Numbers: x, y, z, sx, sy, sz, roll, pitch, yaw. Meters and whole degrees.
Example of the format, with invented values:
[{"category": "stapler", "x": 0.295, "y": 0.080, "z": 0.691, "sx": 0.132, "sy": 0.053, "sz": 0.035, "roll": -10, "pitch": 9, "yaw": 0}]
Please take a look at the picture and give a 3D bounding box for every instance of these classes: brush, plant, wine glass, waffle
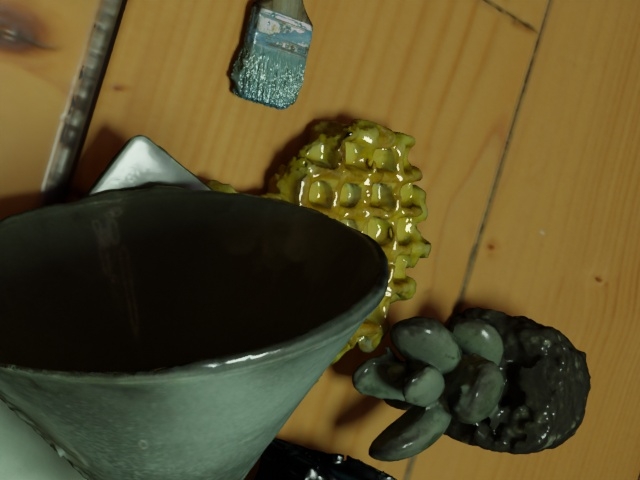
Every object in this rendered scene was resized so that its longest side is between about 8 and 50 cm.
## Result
[{"category": "brush", "x": -0.027, "y": -0.205, "z": 0.785, "sx": 0.070, "sy": 0.021, "sz": 0.196, "roll": 10, "pitch": 92, "yaw": -42}, {"category": "plant", "x": 0.146, "y": 0.136, "z": 0.950, "sx": 0.275, "sy": 0.149, "sz": 0.146, "roll": 8, "pitch": 80, "yaw": -46}, {"category": "wine glass", "x": -0.094, "y": 0.195, "z": 0.620, "sx": 0.267, "sy": 0.267, "sz": 0.406, "roll": -16, "pitch": 115, "yaw": -38}, {"category": "waffle", "x": -0.001, "y": 0.000, "z": 0.838, "sx": 0.249, "sy": 0.056, "sz": 0.253, "roll": 43, "pitch": 74, "yaw": -40}]

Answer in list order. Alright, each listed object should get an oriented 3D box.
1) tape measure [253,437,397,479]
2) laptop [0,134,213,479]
[{"category": "tape measure", "x": -0.008, "y": 0.286, "z": 0.873, "sx": 0.186, "sy": 0.112, "sz": 0.199, "roll": 30, "pitch": 86, "yaw": -35}, {"category": "laptop", "x": -0.146, "y": 0.080, "z": 0.711, "sx": 0.188, "sy": 0.015, "sz": 0.269, "roll": 40, "pitch": 83, "yaw": -30}]
